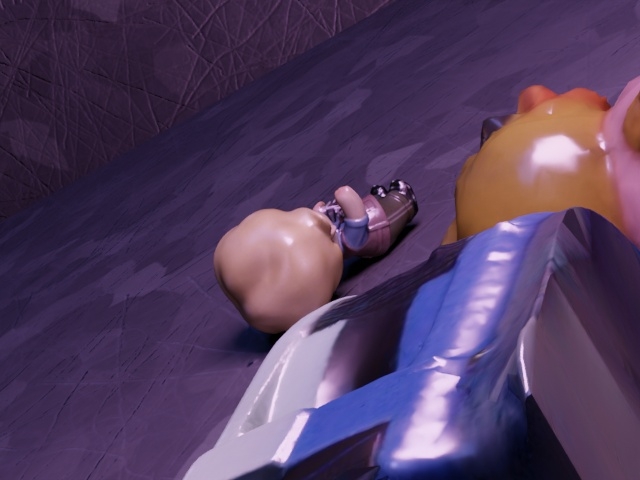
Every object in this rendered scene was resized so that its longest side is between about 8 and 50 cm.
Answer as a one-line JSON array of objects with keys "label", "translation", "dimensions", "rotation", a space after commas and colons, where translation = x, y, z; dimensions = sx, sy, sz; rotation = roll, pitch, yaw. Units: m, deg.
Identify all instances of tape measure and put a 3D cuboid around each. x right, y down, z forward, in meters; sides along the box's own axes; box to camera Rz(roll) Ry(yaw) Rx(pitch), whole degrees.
[{"label": "tape measure", "translation": [0.080, 0.121, 0.523], "dimensions": [0.138, 0.259, 0.262], "rotation": [-27, 16, 19]}]

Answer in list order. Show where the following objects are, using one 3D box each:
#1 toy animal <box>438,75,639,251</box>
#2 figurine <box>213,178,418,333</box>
[{"label": "toy animal", "translation": [0.195, -0.027, 0.930], "dimensions": [0.281, 0.195, 0.169], "rotation": [-11, 62, 32]}, {"label": "figurine", "translation": [0.000, 0.000, 1.361], "dimensions": [0.196, 0.108, 0.114], "rotation": [-35, 18, -29]}]
